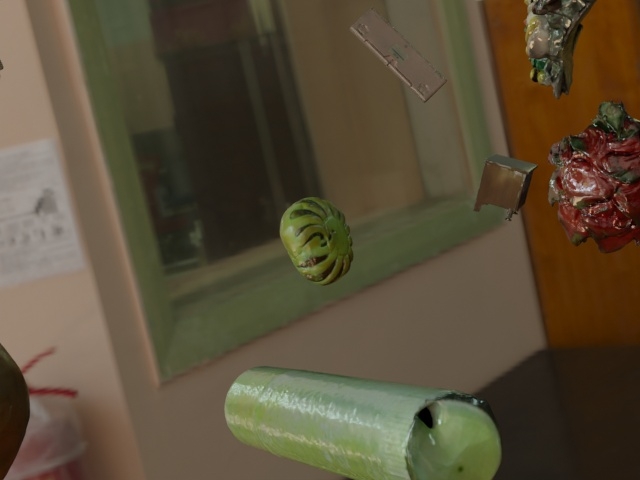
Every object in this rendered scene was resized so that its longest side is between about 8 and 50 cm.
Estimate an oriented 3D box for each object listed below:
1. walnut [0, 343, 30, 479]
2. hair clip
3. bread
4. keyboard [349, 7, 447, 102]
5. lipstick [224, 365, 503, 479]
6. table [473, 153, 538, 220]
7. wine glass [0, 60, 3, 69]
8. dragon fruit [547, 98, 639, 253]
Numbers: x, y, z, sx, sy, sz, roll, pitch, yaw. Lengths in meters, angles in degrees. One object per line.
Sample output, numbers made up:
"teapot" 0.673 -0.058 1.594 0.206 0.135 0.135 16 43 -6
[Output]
"walnut" -0.365 0.180 1.107 0.167 0.207 0.167 25 -15 7
"hair clip" 0.264 -0.276 1.284 0.091 0.138 0.321 0 -23 -3
"bread" 0.000 0.000 1.818 0.071 0.139 0.130 -16 -2 36
"keyboard" 0.119 -0.287 1.820 0.055 0.166 0.017 -44 -4 -13
"lipstick" 0.018 0.133 0.845 0.076 0.076 0.304 -16 6 -27
"table" 0.281 -0.080 1.781 0.070 0.082 0.083 17 16 15
"wine glass" -0.456 -0.196 1.340 0.111 0.111 0.204 -11 10 11
"dragon fruit" 0.384 -0.076 1.526 0.182 0.182 0.189 -10 -13 20
